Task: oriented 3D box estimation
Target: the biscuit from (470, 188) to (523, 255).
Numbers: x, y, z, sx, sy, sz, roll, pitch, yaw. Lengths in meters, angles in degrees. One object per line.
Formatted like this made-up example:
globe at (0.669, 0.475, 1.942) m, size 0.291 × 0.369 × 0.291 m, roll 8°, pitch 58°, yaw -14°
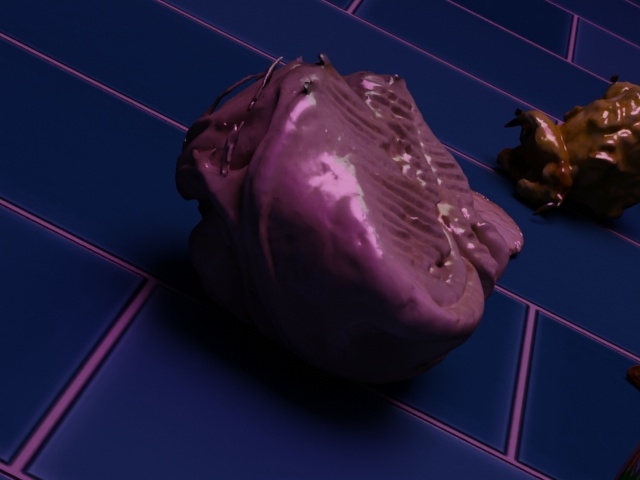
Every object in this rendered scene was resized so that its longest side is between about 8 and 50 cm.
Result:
biscuit at (0.155, -0.029, 1.762) m, size 0.152 × 0.020 × 0.152 m, roll 23°, pitch 23°, yaw -10°

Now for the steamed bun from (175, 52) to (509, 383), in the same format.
steamed bun at (0.000, 0.000, 1.339) m, size 0.280 × 0.207 × 0.268 m, roll 57°, pitch 27°, yaw 1°

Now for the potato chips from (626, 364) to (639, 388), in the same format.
potato chips at (0.351, 0.182, 1.524) m, size 0.037 × 0.026 × 0.204 m, roll 10°, pitch 29°, yaw -27°

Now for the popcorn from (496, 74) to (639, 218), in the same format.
popcorn at (0.325, -0.108, 1.932) m, size 0.195 × 0.168 × 0.173 m, roll 3°, pitch 69°, yaw -25°

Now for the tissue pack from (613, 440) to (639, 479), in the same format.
tissue pack at (0.265, 0.249, 1.139) m, size 0.156 × 0.148 × 0.209 m, roll 29°, pitch 23°, yaw 5°
